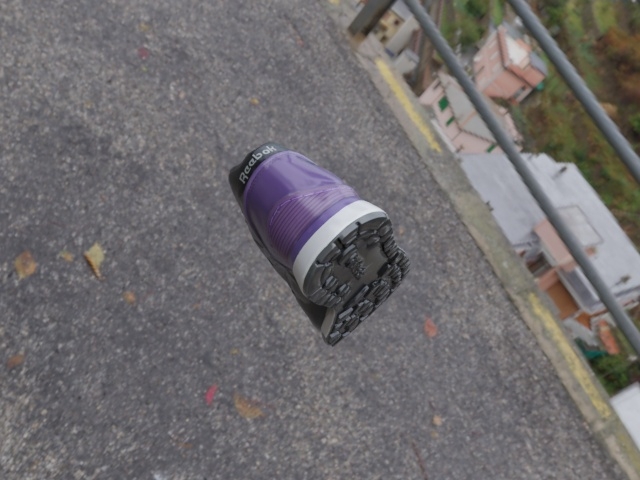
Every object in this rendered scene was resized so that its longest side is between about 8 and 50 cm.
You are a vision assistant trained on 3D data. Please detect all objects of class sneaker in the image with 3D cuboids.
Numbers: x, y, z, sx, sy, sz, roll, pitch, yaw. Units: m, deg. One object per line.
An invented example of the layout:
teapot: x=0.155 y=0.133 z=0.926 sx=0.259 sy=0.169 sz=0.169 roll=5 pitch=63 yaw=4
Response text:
sneaker: x=0.000 y=0.000 z=0.614 sx=0.107 sy=0.283 sz=0.124 roll=-42 pitch=70 yaw=-9
